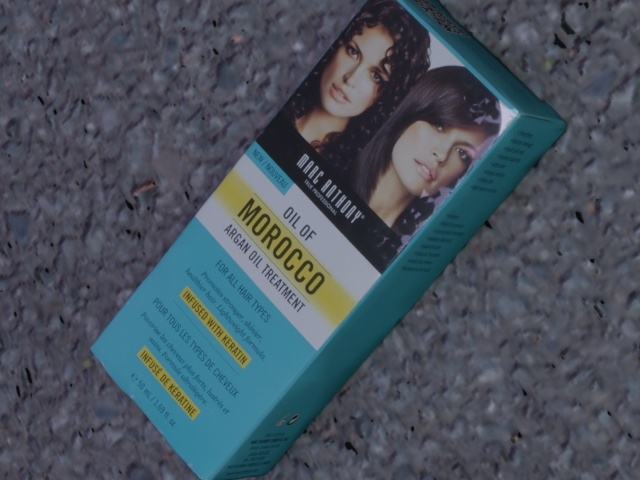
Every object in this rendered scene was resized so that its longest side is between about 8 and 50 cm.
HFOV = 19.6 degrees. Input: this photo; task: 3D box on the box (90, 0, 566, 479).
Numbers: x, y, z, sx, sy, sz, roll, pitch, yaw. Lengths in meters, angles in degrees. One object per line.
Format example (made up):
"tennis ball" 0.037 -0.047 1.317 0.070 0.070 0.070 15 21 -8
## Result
"box" 0.000 0.000 0.912 0.100 0.060 0.244 46 109 22
